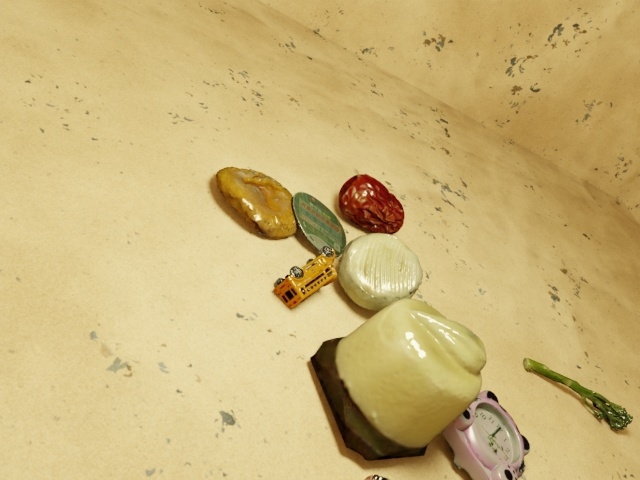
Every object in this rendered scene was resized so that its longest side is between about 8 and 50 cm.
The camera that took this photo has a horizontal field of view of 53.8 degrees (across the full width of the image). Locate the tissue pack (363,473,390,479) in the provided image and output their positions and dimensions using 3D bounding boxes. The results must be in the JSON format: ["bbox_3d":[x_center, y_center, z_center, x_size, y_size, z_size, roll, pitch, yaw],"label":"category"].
[{"bbox_3d":[0.158,0.614,1.147,0.245,0.123,0.332,27,32,-7],"label":"tissue pack"}]

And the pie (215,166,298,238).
[{"bbox_3d":[-0.169,-0.115,1.739,0.273,0.069,0.273,32,29,-20],"label":"pie"}]

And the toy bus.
[{"bbox_3d":[-0.026,0.092,1.600,0.088,0.083,0.194,53,44,4],"label":"toy bus"}]

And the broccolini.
[{"bbox_3d":[0.794,0.484,1.966,0.392,0.078,0.074,27,45,-5],"label":"broccolini"}]

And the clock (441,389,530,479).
[{"bbox_3d":[0.410,0.484,1.548,0.248,0.090,0.227,-11,63,-54],"label":"clock"}]

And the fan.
[{"bbox_3d":[0.015,-0.007,1.804,0.223,0.012,0.294,5,59,-55],"label":"fan"}]

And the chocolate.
[{"bbox_3d":[0.196,0.279,1.421,0.326,0.297,0.314,10,39,-36],"label":"chocolate"}]

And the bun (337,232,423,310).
[{"bbox_3d":[0.152,0.093,1.726,0.239,0.141,0.239,9,51,-12],"label":"bun"}]

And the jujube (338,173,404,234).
[{"bbox_3d":[0.162,-0.108,1.974,0.230,0.155,0.155,29,34,-26],"label":"jujube"}]
